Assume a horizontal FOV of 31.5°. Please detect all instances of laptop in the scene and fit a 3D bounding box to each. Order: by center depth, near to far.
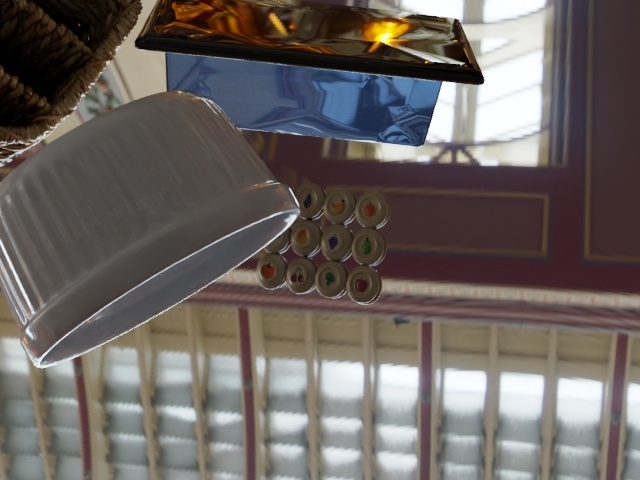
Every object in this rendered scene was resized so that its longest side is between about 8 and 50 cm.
[{"bbox_3d":[-0.022,-0.178,1.443,0.382,0.236,0.408,5,-156,-3],"label":"laptop"}]

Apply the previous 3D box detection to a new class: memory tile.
[{"bbox_3d":[0.000,0.000,1.126,0.148,0.012,0.113,7,-91,33],"label":"memory tile"}]

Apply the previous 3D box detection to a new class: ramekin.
[{"bbox_3d":[-0.127,-0.012,0.766,0.207,0.207,0.109,-31,-94,-11],"label":"ramekin"}]

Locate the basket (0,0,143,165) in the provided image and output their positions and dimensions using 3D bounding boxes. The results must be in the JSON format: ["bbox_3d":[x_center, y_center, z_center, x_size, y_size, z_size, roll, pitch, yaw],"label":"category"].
[{"bbox_3d":[-0.382,-0.230,1.181,0.223,0.299,0.213,-20,-139,45],"label":"basket"}]
